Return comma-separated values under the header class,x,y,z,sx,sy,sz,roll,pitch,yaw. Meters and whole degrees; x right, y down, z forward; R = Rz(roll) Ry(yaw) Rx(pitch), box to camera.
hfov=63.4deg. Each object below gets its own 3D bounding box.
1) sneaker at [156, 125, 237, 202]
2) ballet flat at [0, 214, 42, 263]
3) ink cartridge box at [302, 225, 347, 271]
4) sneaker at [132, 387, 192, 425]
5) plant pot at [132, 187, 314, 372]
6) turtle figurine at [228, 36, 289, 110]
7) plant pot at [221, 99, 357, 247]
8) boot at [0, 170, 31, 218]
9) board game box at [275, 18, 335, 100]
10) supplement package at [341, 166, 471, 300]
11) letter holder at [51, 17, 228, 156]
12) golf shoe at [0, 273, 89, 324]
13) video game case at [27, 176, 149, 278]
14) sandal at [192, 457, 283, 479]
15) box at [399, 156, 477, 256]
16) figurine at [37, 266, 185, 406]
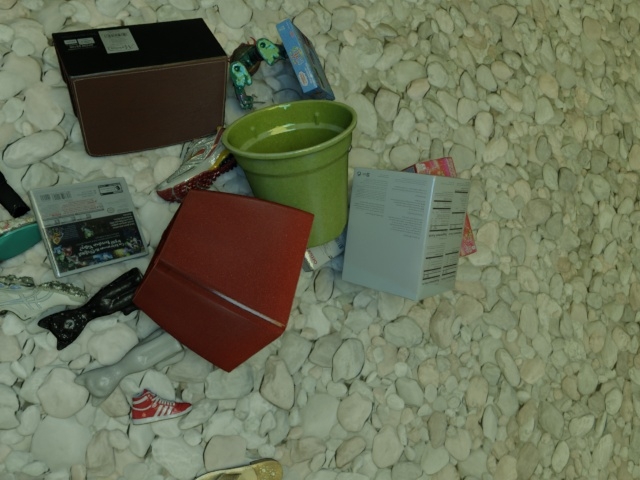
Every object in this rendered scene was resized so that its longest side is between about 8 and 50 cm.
class,x,y,z,sx,sy,sz,roll,pitch,yaw
sneaker,-0.268,-0.167,1.142,0.093,0.088,0.225,44,68,12
ballet flat,-0.622,0.016,0.952,0.077,0.091,0.241,41,62,12
ink cartridge box,0.000,0.000,1.238,0.135,0.056,0.099,-32,95,-25
sneaker,-0.323,0.330,1.055,0.119,0.042,0.067,-7,88,-22
plant pot,-0.197,0.057,0.989,0.236,0.267,0.267,28,51,-18
turtle figurine,-0.152,-0.387,1.170,0.118,0.234,0.175,30,97,-11
plant pot,-0.046,-0.133,1.114,0.276,0.276,0.253,-28,129,-25
boot,-0.592,-0.094,0.960,0.045,0.121,0.099,-38,92,-21
board game box,-0.029,-0.412,1.217,0.039,0.211,0.160,-23,92,15
supplement package,0.195,-0.023,1.180,0.198,0.199,0.262,-5,104,-52
letter holder,-0.366,-0.317,1.090,0.302,0.214,0.152,-18,58,-24
golf shoe,-0.525,0.117,0.975,0.176,0.069,0.085,7,89,4
video game case,-0.454,-0.031,1.028,0.190,0.022,0.173,-18,89,-47
sandal,-0.183,0.519,1.069,0.240,0.079,0.088,-13,87,-25
box,0.289,-0.071,1.338,0.123,0.128,0.256,-14,87,-25
figurine,-0.407,0.194,1.023,0.210,0.092,0.214,-29,95,-16
